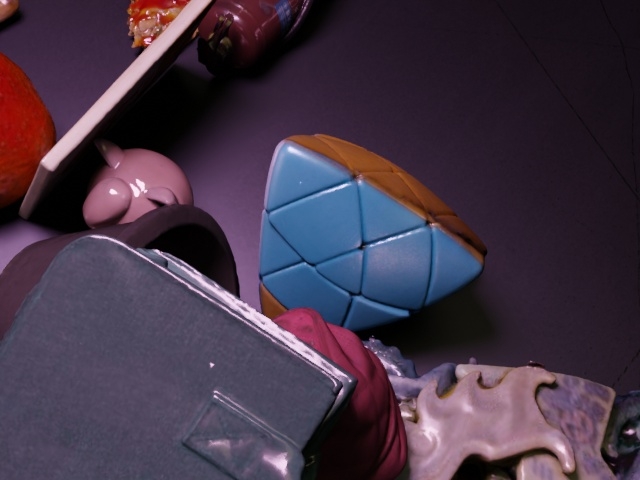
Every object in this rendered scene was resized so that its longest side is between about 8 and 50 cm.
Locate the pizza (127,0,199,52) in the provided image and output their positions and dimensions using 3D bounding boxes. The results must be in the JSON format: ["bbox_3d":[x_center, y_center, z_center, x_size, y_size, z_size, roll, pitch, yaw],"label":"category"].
[{"bbox_3d":[-0.205,-0.316,1.136,0.188,0.062,0.199,8,61,0],"label":"pizza"}]

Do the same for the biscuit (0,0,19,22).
[{"bbox_3d":[-0.499,-0.259,1.073,0.164,0.047,0.208,18,60,7],"label":"biscuit"}]

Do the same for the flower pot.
[{"bbox_3d":[-0.208,0.088,0.819,0.166,0.269,0.269,9,56,25],"label":"flower pot"}]

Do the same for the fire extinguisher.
[{"bbox_3d":[-0.060,-0.330,1.118,0.105,0.141,0.341,33,59,7],"label":"fire extinguisher"}]

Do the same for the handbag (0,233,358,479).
[{"bbox_3d":[-0.150,0.179,0.607,0.238,0.089,0.326,32,87,11],"label":"handbag"}]

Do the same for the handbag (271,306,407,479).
[{"bbox_3d":[-0.044,0.167,0.727,0.225,0.135,0.146,-33,47,13],"label":"handbag"}]

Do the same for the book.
[{"bbox_3d":[-0.228,-0.157,0.953,0.020,0.208,0.295,41,65,-12],"label":"book"}]

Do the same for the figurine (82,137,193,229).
[{"bbox_3d":[-0.202,-0.042,0.933,0.125,0.138,0.125,2,65,-4],"label":"figurine"}]

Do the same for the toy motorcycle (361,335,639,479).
[{"bbox_3d":[0.171,0.225,0.811,0.410,0.168,0.237,11,52,7],"label":"toy motorcycle"}]

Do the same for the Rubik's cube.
[{"bbox_3d":[0.000,0.000,0.882,0.254,0.254,0.254,3,60,-5],"label":"Rubik's cube"}]

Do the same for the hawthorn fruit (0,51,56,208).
[{"bbox_3d":[-0.399,-0.135,0.910,0.197,0.225,0.196,1,67,-1],"label":"hawthorn fruit"}]
